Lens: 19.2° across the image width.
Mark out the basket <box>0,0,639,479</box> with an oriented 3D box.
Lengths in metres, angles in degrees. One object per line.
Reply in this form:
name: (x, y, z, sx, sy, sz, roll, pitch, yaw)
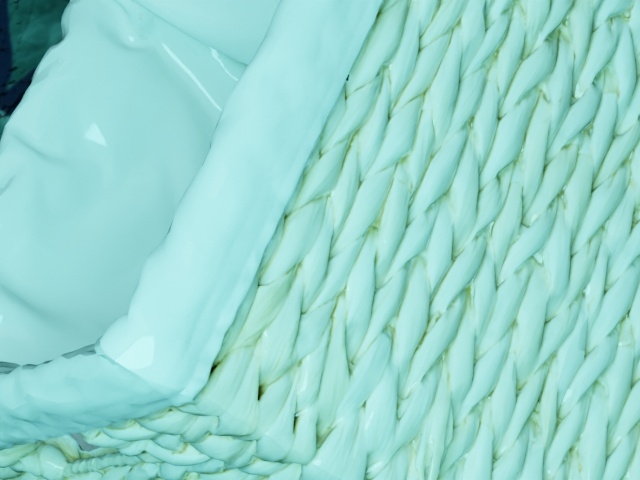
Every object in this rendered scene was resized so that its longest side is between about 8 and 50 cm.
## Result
basket: (0.000, 0.000, 0.916, 0.328, 0.266, 0.331, -19, 43, 57)
